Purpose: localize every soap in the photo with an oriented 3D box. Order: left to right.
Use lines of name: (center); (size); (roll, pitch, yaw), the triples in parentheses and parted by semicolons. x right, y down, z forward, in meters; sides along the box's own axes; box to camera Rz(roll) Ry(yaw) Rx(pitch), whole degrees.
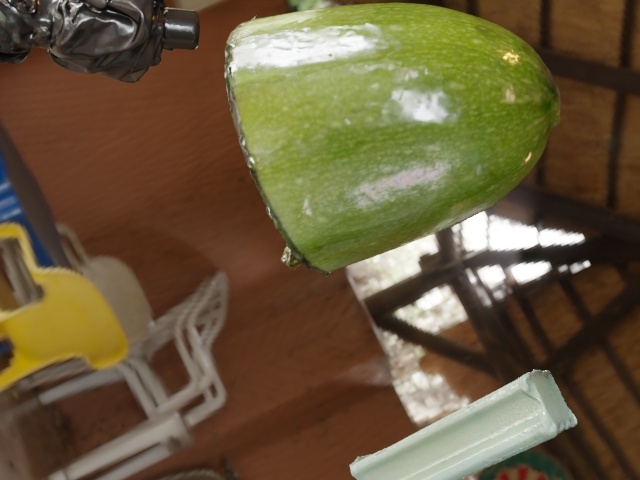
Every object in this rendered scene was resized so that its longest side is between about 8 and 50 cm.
soap: (0.137, 0.194, 1.055); (0.063, 0.198, 0.114); (65, 18, 15)

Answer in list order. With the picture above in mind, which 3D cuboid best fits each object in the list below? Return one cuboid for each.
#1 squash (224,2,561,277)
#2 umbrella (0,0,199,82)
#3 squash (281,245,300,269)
squash: (0.097, -0.147, 1.207); (0.310, 0.309, 0.310); (-17, 90, -71)
umbrella: (-0.256, -0.217, 1.091); (0.110, 0.272, 0.122); (-129, -136, -66)
squash: (0.000, 0.000, 1.456); (0.094, 0.094, 0.224); (65, 23, -3)
